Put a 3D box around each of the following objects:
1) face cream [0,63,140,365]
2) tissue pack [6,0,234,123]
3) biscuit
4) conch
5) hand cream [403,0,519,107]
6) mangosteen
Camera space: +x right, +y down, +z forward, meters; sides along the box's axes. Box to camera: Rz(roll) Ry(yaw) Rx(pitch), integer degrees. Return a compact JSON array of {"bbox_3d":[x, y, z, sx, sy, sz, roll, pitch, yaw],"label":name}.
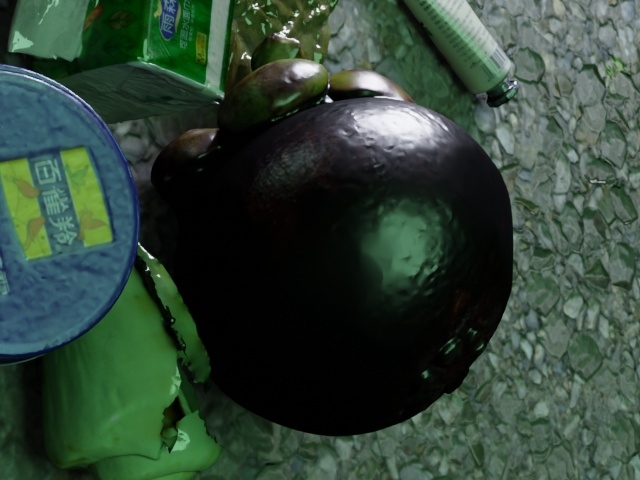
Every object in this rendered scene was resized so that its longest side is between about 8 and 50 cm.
[{"bbox_3d":[-0.239,-0.013,1.164,0.206,0.111,0.206,6,78,-32],"label":"face cream"},{"bbox_3d":[-0.161,-0.218,1.309,0.156,0.148,0.209,19,72,-45],"label":"tissue pack"},{"bbox_3d":[-0.051,-0.233,1.493,0.187,0.036,0.273,29,65,-37],"label":"biscuit"},{"bbox_3d":[-0.148,0.081,1.280,0.137,0.143,0.250,-3,93,1],"label":"conch"},{"bbox_3d":[0.118,-0.230,1.652,0.234,0.050,0.080,52,54,-20],"label":"hand cream"},{"bbox_3d":[0.000,0.009,1.357,0.313,0.297,0.297,27,61,2],"label":"mangosteen"}]
